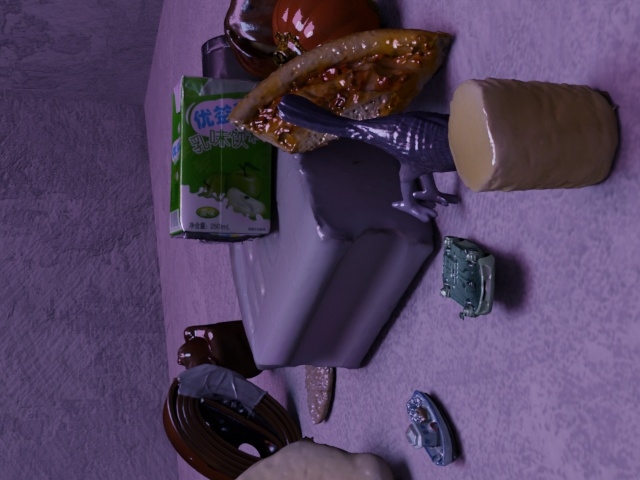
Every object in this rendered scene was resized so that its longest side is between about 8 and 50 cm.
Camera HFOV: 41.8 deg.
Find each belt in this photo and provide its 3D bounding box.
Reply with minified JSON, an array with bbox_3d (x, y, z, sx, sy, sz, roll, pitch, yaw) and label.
[{"bbox_3d":[-0.200,0.420,1.872,0.217,0.338,0.122,-57,4,-29],"label":"belt"}]

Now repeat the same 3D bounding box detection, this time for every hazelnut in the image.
[{"bbox_3d":[-0.103,-0.468,1.762,0.217,0.217,0.252,-114,31,-49],"label":"hazelnut"}]

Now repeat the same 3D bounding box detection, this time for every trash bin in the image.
[{"bbox_3d":[-0.171,-0.306,1.957,0.252,0.202,0.302,104,163,-83],"label":"trash bin"}]

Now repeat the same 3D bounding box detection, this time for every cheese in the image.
[{"bbox_3d":[0.228,-0.113,0.898,0.094,0.167,0.123,160,106,-65],"label":"cheese"},{"bbox_3d":[-0.015,0.472,1.377,0.318,0.326,0.115,49,174,45],"label":"cheese"}]

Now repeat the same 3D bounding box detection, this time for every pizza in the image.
[{"bbox_3d":[0.025,-0.226,1.264,0.074,0.365,0.182,53,-151,-50],"label":"pizza"}]

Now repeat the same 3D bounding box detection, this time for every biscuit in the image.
[{"bbox_3d":[-0.008,0.243,1.741,0.133,0.032,0.250,122,144,-54],"label":"biscuit"}]

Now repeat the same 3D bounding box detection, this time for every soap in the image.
[{"bbox_3d":[0.000,0.000,1.469,0.435,0.212,0.351,118,148,-49],"label":"soap"}]

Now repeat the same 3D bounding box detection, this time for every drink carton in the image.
[{"bbox_3d":[-0.162,-0.129,1.393,0.108,0.161,0.271,171,100,-70],"label":"drink carton"}]

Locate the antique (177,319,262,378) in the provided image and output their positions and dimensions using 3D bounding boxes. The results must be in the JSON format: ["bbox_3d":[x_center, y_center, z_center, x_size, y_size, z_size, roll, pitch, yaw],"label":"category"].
[{"bbox_3d":[-0.228,0.268,2.025,0.121,0.256,0.144,2,91,43],"label":"antique"}]

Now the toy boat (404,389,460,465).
[{"bbox_3d":[0.156,0.280,1.239,0.140,0.066,0.059,-118,38,-51],"label":"toy boat"}]

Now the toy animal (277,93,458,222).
[{"bbox_3d":[0.133,-0.122,1.157,0.081,0.366,0.206,-59,-40,-42],"label":"toy animal"}]

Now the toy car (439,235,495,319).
[{"bbox_3d":[0.203,0.049,1.123,0.186,0.058,0.094,-128,41,-77],"label":"toy car"}]

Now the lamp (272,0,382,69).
[{"bbox_3d":[0.013,-0.350,1.451,0.223,0.196,0.223,46,163,18],"label":"lamp"}]
